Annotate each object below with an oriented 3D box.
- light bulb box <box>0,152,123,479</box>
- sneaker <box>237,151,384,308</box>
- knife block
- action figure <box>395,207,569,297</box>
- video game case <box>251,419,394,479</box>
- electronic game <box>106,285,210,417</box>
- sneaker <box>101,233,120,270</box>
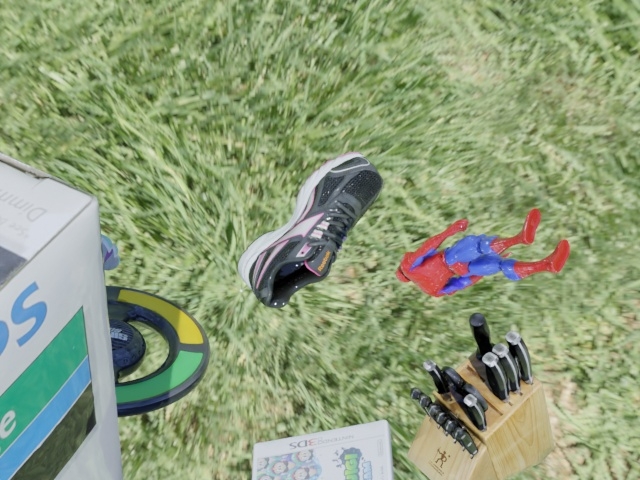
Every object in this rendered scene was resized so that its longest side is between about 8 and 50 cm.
[{"bbox_3d":[-0.318,0.095,0.611,0.357,0.361,0.225,25,49,15],"label":"light bulb box"},{"bbox_3d":[0.000,0.000,1.048,0.072,0.077,0.178,31,107,-32],"label":"sneaker"},{"bbox_3d":[0.211,0.177,1.272,0.088,0.275,0.242,41,123,32],"label":"knife block"},{"bbox_3d":[0.077,0.009,0.568,0.038,0.115,0.030,39,59,-23],"label":"action figure"},{"bbox_3d":[0.001,0.251,1.057,0.143,0.157,0.019,-12,131,10],"label":"video game case"},{"bbox_3d":[-0.233,0.114,1.171,0.229,0.229,0.048,8,119,-4],"label":"electronic game"},{"bbox_3d":[-0.211,0.021,0.935,0.038,0.098,0.069,-14,55,26],"label":"sneaker"}]
